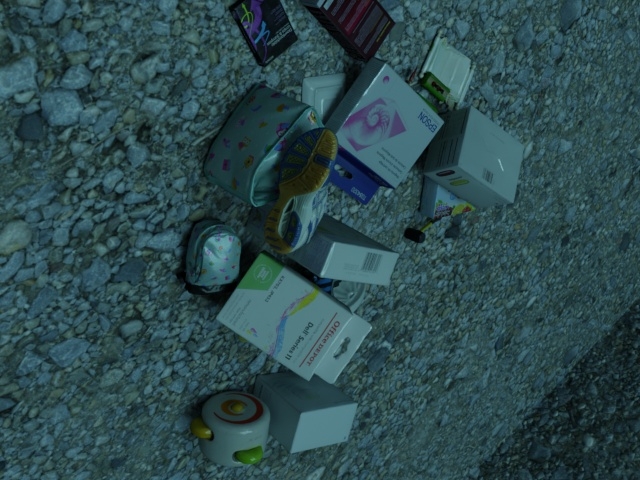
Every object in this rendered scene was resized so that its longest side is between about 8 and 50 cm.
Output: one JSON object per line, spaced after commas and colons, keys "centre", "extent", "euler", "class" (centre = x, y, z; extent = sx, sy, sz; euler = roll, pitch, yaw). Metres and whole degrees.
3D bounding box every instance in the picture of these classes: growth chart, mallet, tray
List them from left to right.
{"centre": [0.014, -0.302, 1.826], "extent": [0.145, 0.030, 0.270], "euler": [-18, 122, -35], "class": "tray"}
{"centre": [0.361, -0.048, 2.234], "extent": [0.190, 0.062, 0.039], "euler": [-30, 129, -27], "class": "mallet"}
{"centre": [0.381, -0.498, 2.052], "extent": [0.237, 0.021, 0.172], "euler": [24, 95, -45], "class": "growth chart"}

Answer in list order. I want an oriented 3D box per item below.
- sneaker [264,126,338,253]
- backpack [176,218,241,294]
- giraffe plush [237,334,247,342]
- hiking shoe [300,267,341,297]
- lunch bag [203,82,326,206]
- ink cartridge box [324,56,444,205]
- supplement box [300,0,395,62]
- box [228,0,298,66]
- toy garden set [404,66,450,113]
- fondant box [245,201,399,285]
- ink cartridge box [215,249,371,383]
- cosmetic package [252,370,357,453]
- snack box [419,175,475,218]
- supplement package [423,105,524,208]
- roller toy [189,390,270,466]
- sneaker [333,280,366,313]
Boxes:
{"centre": [-0.032, -0.115, 1.539], "extent": [0.131, 0.112, 0.296], "euler": [-12, 130, -63], "class": "sneaker"}
{"centre": [-0.262, 0.040, 1.700], "extent": [0.152, 0.115, 0.182], "euler": [-7, 113, -37], "class": "backpack"}
{"centre": [-0.145, 0.214, 1.868], "extent": [0.171, 0.181, 0.210], "euler": [2, 147, -17], "class": "giraffe plush"}
{"centre": [-0.019, 0.142, 1.905], "extent": [0.132, 0.113, 0.304], "euler": [46, 35, -33], "class": "hiking shoe"}
{"centre": [-0.133, -0.208, 1.607], "extent": [0.262, 0.223, 0.160], "euler": [-51, 138, -8], "class": "lunch bag"}
{"centre": [0.151, -0.273, 1.867], "extent": [0.324, 0.071, 0.330], "euler": [29, 97, -47], "class": "ink cartridge box"}
{"centre": [0.073, -0.567, 1.711], "extent": [0.239, 0.073, 0.130], "euler": [36, 87, -45], "class": "supplement box"}
{"centre": [-0.129, -0.503, 1.599], "extent": [0.116, 0.029, 0.162], "euler": [-44, 135, -15], "class": "box"}
{"centre": [0.263, -0.374, 1.979], "extent": [0.204, 0.049, 0.244], "euler": [27, 97, -45], "class": "toy garden set"}
{"centre": [0.000, 0.000, 1.753], "extent": [0.238, 0.330, 0.096], "euler": [10, 104, -43], "class": "fondant box"}
{"centre": [-0.059, 0.206, 1.739], "extent": [0.353, 0.119, 0.207], "euler": [34, 91, -3], "class": "ink cartridge box"}
{"centre": [-0.053, 0.497, 2.036], "extent": [0.224, 0.225, 0.138], "euler": [2, 109, -42], "class": "cosmetic package"}
{"centre": [0.423, -0.173, 2.219], "extent": [0.207, 0.070, 0.174], "euler": [-12, 116, -38], "class": "snack box"}
{"centre": [0.469, -0.246, 2.090], "extent": [0.262, 0.145, 0.204], "euler": [27, 70, -31], "class": "supplement package"}
{"centre": [-0.241, 0.514, 1.908], "extent": [0.191, 0.209, 0.146], "euler": [-55, 156, -67], "class": "roller toy"}
{"centre": [0.017, 0.257, 2.074], "extent": [0.323, 0.130, 0.236], "euler": [-52, 164, -36], "class": "sneaker"}
